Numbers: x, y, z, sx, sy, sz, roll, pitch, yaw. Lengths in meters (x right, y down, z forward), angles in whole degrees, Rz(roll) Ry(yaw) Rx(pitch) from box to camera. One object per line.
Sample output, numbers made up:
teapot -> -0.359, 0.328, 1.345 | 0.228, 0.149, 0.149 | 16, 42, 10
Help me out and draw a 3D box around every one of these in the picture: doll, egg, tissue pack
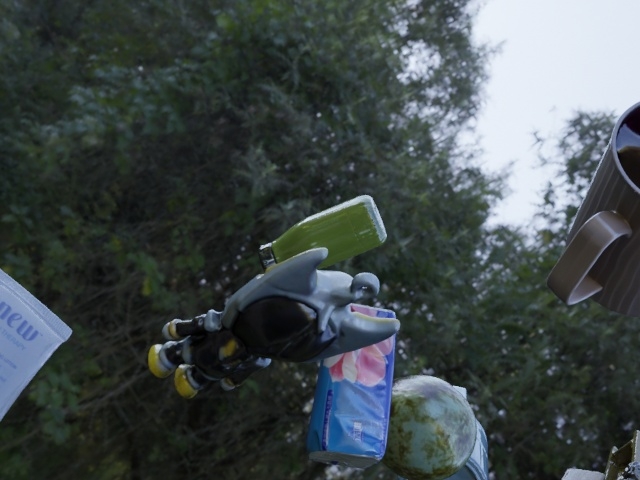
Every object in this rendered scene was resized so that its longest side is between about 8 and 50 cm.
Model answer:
doll -> -0.062, 0.106, 0.998 | 0.316, 0.103, 0.145 | -27, -79, 26
egg -> 0.223, 0.424, 1.963 | 0.289, 0.238, 0.238 | 16, -47, 61
tissue pack -> 0.055, 0.271, 1.568 | 0.209, 0.137, 0.269 | 102, -5, -71

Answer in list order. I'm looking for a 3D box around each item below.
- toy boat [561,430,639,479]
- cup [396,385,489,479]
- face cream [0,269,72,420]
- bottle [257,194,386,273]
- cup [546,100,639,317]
toy boat -> 0.404, 0.443, 1.283 | 0.162, 0.445, 0.136 | 42, -47, 12
cup -> 0.360, 0.605, 2.368 | 0.257, 0.331, 0.311 | 39, 12, 1
face cream -> -0.605, 0.213, 1.427 | 0.235, 0.420, 0.137 | 42, -54, -14
bottle -> 0.000, 0.000, 1.765 | 0.112, 0.260, 0.112 | -21, 90, -81
cup -> 0.461, -0.020, 1.185 | 0.208, 0.288, 0.273 | 24, -33, 13
